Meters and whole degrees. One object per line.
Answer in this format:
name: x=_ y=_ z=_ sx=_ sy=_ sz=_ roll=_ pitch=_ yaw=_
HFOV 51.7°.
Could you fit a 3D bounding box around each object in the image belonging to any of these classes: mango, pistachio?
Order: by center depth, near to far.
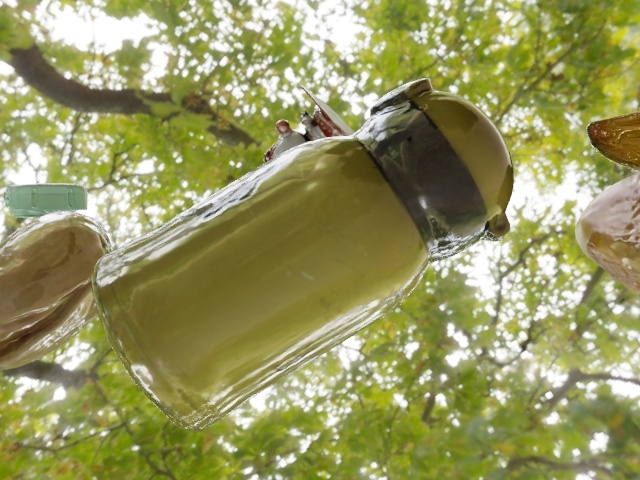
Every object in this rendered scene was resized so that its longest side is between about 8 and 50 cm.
pistachio: x=-0.396 y=0.060 z=0.937 sx=0.293 sy=0.181 sz=0.162 roll=-63 pitch=-38 yaw=-48
mango: x=0.509 y=-0.155 z=1.019 sx=0.187 sy=0.101 sz=0.066 roll=6 pitch=-171 yaw=18

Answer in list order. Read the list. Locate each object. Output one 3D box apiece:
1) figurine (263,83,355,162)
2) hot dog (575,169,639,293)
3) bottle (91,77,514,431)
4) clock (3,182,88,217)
figurine: x=-0.040 y=-0.208 z=1.556 sx=0.160 sy=0.226 sz=0.183 roll=52 pitch=-165 yaw=32
hot dog: x=0.521 y=-0.009 z=0.795 sx=0.185 sy=0.223 sz=0.405 roll=31 pitch=-179 yaw=-28
bottle: x=0.000 y=0.000 z=0.568 sx=0.171 sy=0.351 sz=0.171 roll=58 pitch=178 yaw=4
clock: x=-0.613 y=-0.086 z=1.462 sx=0.159 sy=0.211 sz=0.066 roll=-2 pitch=-91 yaw=-32
